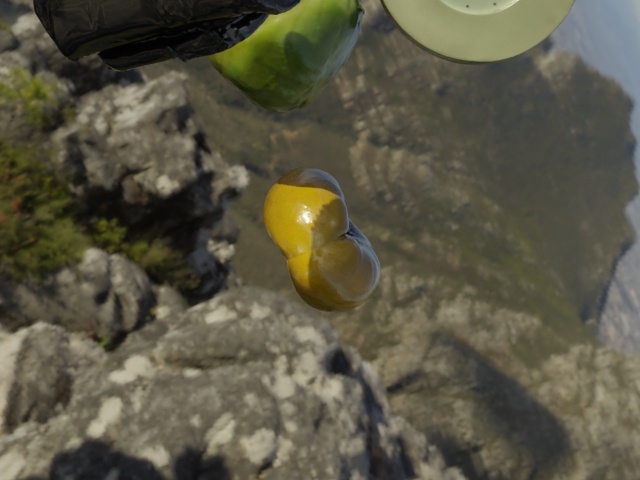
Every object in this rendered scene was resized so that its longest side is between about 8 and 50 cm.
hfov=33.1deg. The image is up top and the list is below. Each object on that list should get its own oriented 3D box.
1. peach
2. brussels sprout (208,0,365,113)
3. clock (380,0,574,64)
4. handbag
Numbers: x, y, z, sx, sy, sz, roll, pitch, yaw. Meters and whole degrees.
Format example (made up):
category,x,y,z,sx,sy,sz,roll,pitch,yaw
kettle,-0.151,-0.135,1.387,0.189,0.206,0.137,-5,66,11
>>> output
category,x,y,z,sx,sy,sz,roll,pitch,yaw
peach,0.000,0.000,1.254,0.179,0.103,0.179,59,10,-16
brussels sprout,-0.036,-0.246,1.147,0.161,0.223,0.223,11,44,-14
clock,0.170,-0.309,1.167,0.029,0.235,0.235,-122,-173,-83
handbag,-0.054,-0.233,0.782,0.275,0.244,0.088,-54,125,-35
